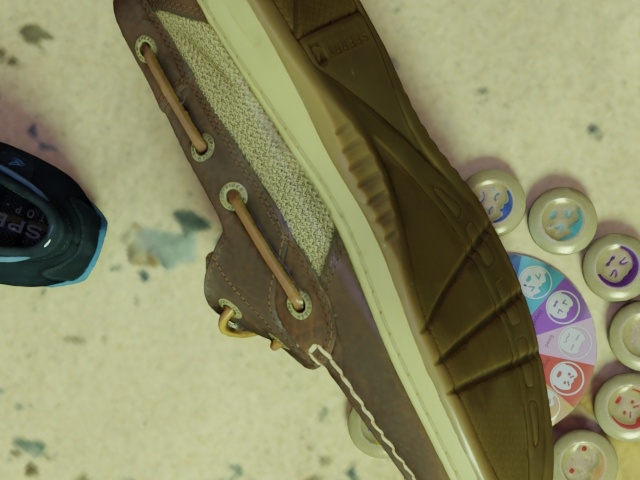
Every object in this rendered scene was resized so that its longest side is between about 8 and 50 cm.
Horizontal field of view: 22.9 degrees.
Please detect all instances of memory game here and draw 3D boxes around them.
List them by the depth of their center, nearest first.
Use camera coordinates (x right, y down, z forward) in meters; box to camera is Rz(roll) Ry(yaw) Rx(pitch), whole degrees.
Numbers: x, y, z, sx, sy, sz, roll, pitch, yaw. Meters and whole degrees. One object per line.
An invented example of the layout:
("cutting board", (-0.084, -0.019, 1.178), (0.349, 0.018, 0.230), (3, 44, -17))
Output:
("memory game", (0.095, 0.056, 0.830), (0.186, 0.012, 0.186), (0, 84, 4))

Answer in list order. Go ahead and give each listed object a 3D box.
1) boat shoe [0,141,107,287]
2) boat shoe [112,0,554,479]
("boat shoe", (-0.238, -0.046, 0.823), (0.258, 0.089, 0.109), (10, 85, 5))
("boat shoe", (0.000, 0.000, 0.793), (0.123, 0.123, 0.342), (-27, 93, 31))
